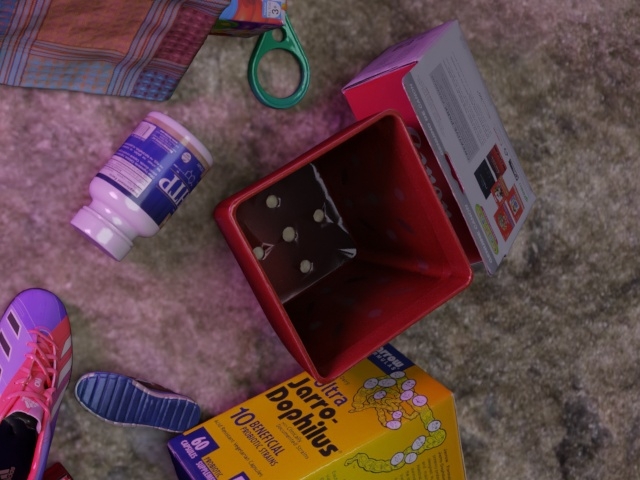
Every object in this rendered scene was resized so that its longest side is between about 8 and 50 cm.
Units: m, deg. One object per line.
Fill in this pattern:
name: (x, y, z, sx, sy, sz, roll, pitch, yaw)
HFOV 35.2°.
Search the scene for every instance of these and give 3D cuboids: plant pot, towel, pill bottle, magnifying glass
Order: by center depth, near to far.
towel: (-0.321, -0.252, 1.213, 0.370, 0.271, 0.040, 2, 69, -26)
pill bottle: (-0.240, -0.069, 1.341, 0.112, 0.112, 0.187, 42, 77, -21)
plant pot: (0.000, 0.000, 1.389, 0.267, 0.236, 0.267, -33, 106, -20)
magnifying glass: (-0.062, -0.306, 1.455, 0.092, 0.026, 0.231, -4, 98, -24)

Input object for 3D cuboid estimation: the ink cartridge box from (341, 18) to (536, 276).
ink cartridge box: (0.167, -0.121, 1.442, 0.309, 0.130, 0.272, 63, 32, -15)

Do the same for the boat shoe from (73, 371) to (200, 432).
boat shoe: (-0.257, 0.220, 1.380, 0.183, 0.066, 0.066, 25, 86, -30)

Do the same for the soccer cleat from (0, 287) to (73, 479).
soccer cleat: (-0.362, 0.191, 1.246, 0.108, 0.116, 0.318, 19, 56, -21)

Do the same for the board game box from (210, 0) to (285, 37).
board game box: (-0.197, -0.353, 1.321, 0.275, 0.142, 0.144, -1, 94, -25)

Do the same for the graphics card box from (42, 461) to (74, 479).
graphics card box: (-0.341, 0.512, 1.350, 0.233, 0.094, 0.371, -36, 107, -18)

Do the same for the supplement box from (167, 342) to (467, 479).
supplement box: (0.001, 0.319, 1.412, 0.356, 0.194, 0.195, -25, 122, -22)
